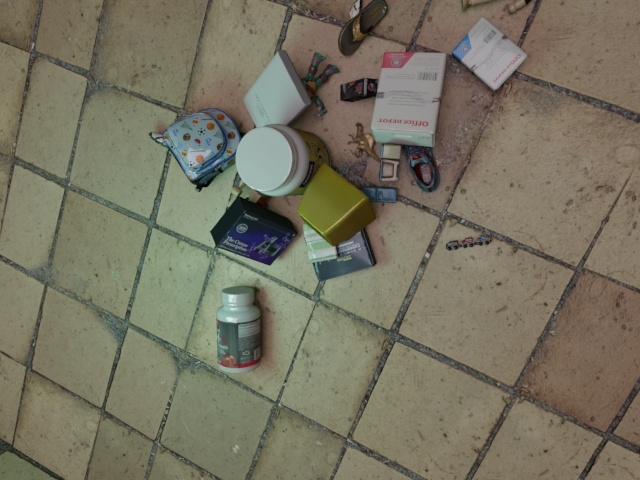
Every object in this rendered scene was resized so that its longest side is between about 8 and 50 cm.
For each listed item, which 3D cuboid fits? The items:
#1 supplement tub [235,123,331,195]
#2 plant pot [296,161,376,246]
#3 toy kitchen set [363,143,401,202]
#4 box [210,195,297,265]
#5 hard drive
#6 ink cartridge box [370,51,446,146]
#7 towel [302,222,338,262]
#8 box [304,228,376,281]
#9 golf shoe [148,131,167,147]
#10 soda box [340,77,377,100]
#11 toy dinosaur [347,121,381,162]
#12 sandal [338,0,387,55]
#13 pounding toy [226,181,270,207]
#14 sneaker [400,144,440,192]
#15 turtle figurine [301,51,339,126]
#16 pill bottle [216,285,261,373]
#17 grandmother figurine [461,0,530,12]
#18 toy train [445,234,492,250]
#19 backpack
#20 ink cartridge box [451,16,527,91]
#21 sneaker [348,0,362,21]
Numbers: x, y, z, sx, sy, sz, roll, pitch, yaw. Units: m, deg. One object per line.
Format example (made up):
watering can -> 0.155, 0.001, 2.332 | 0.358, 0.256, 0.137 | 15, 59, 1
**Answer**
supplement tub -> -0.122, -0.275, 1.630 | 0.241, 0.331, 0.241 | 3, 98, 21
plant pot -> 0.042, -0.105, 1.629 | 0.212, 0.212, 0.187 | 41, 86, 22
toy kitchen set -> 0.208, -0.228, 1.616 | 0.122, 0.166, 0.207 | 4, 104, 8
box -> -0.246, -0.030, 1.753 | 0.184, 0.261, 0.103 | -51, 45, 17
hard drive -> -0.164, -0.501, 1.679 | 0.307, 0.040, 0.203 | -27, 90, 54
ink cartridge box -> 0.292, -0.464, 1.545 | 0.207, 0.117, 0.283 | 8, 80, 15
towel -> 0.000, 0.000, 1.749 | 0.113, 0.023, 0.152 | -11, 90, 17
box -> 0.075, 0.038, 1.771 | 0.232, 0.059, 0.183 | -17, 94, 20
golf shoe -> -0.600, -0.411, 1.908 | 0.198, 0.077, 0.094 | 27, 95, 5
soda box -> 0.130, -0.517, 1.613 | 0.053, 0.169, 0.060 | -4, 100, -27
toy dinosaur -> 0.155, -0.338, 1.689 | 0.092, 0.053, 0.183 | -30, 89, 18
sandal -> 0.148, -0.731, 1.608 | 0.219, 0.060, 0.090 | -40, 125, 14
pounding toy -> -0.260, -0.166, 1.765 | 0.094, 0.206, 0.181 | 46, 108, 6
sneaker -> 0.342, -0.291, 1.600 | 0.104, 0.125, 0.262 | -24, 91, 19
turtle figurine -> -0.038, -0.537, 1.672 | 0.118, 0.175, 0.234 | 35, 100, 28
pill bottle -> -0.329, 0.354, 1.887 | 0.176, 0.176, 0.318 | 3, 99, 17
grandmother figurine -> 0.613, -0.826, 1.451 | 0.342, 0.104, 0.208 | -5, 125, 15
toy train -> 0.521, 0.007, 1.647 | 0.158, 0.027, 0.036 | -10, 85, 19
backpack -> -0.433, -0.372, 1.777 | 0.263, 0.213, 0.276 | -32, 91, -10
ink cartridge box -> 0.542, -0.596, 1.512 | 0.190, 0.082, 0.139 | 44, 109, 5
sneaker -> 0.120, -0.806, 1.631 | 0.044, 0.040, 0.109 | 9, 101, 18
